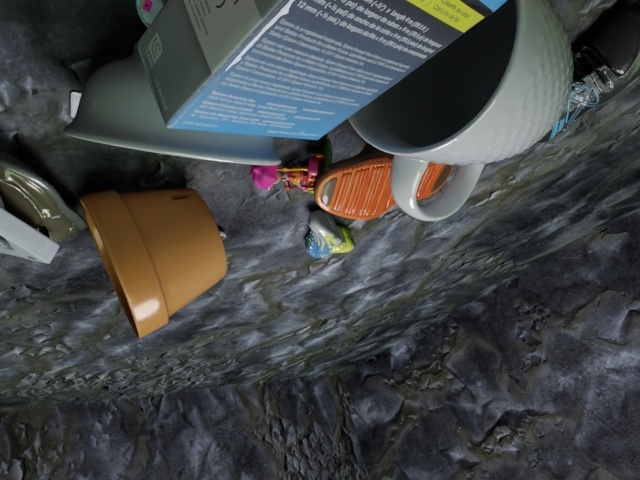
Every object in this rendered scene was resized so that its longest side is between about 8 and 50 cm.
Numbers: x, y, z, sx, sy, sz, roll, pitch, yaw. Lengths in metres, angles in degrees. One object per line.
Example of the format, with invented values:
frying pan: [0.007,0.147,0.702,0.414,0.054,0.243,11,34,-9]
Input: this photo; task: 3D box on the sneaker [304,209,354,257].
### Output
sneaker: [0.000,0.000,1.257,0.126,0.091,0.240,-26,153,18]

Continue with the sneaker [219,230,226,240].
sneaker: [-0.300,0.028,1.163,0.157,0.065,0.061,-25,152,15]

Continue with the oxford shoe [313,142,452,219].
oxford shoe: [0.109,-0.137,0.942,0.363,0.133,0.130,-14,136,-41]

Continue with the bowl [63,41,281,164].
bowl: [-0.193,-0.195,0.664,0.297,0.298,0.134,2,105,-32]

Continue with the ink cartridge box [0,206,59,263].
ink cartridge box: [-0.597,-0.041,0.774,0.223,0.045,0.224,11,155,14]

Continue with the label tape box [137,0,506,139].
label tape box: [0.018,-0.238,0.473,0.347,0.115,0.249,-31,167,38]

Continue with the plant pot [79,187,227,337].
plant pot: [-0.320,0.020,0.934,0.203,0.291,0.291,-22,157,-26]

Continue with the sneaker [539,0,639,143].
sneaker: [0.511,-0.309,0.929,0.139,0.125,0.341,-9,152,-21]

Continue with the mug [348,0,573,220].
mug: [0.220,-0.208,0.733,0.328,0.276,0.374,-2,115,-47]

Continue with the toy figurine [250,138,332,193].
toy figurine: [-0.065,-0.142,0.969,0.159,0.130,0.173,1,175,-6]

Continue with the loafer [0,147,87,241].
loafer: [-0.504,-0.063,0.818,0.087,0.094,0.251,-49,160,-18]

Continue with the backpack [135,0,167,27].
backpack: [-0.129,-0.312,0.546,0.165,0.145,0.188,1,156,-40]

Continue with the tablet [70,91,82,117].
tablet: [-0.353,-0.212,0.748,0.083,0.006,0.054,-1,149,-29]
